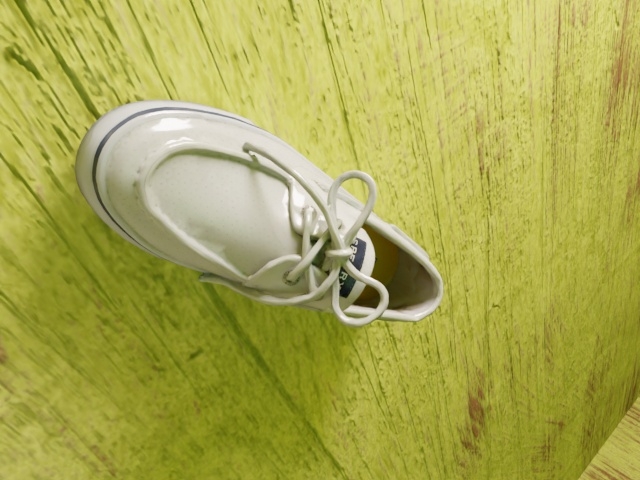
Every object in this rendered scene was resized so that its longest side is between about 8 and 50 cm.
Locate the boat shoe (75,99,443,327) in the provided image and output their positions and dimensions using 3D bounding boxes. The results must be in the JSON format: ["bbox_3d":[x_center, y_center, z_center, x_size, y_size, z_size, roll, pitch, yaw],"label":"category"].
[{"bbox_3d":[-0.003,0.008,0.400,0.367,0.156,0.135,29,89,-44],"label":"boat shoe"}]
